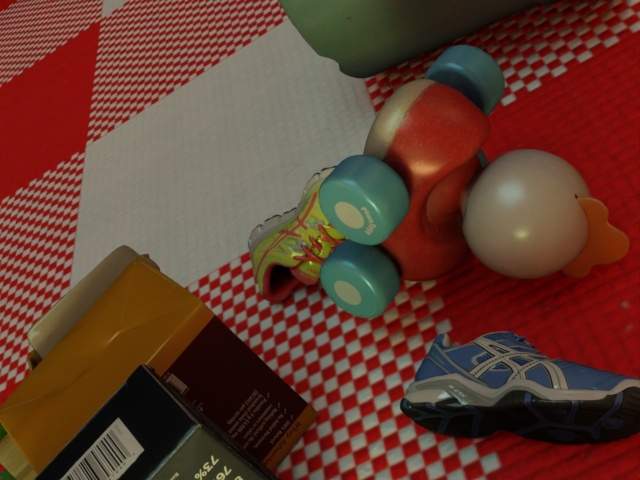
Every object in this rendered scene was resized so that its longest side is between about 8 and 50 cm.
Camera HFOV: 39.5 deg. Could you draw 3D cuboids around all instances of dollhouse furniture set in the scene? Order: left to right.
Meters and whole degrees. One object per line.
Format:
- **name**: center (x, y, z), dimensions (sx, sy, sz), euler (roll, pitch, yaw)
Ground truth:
- **dollhouse furniture set**: center (-0.304, 0.123, 0.924), dimensions (0.151, 0.197, 0.301), euler (35, 65, 20)

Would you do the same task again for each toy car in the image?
- **toy car**: center (0.154, -0.020, 0.804), dimensions (0.238, 0.210, 0.219), euler (27, 54, 22)

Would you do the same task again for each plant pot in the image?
- **plant pot**: center (0.130, -0.376, 1.058), dimensions (0.334, 0.341, 0.341), euler (-25, 38, 32)

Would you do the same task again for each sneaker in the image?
- **sneaker**: center (0.000, 0.000, 0.951), dimensions (0.208, 0.081, 0.094), euler (-40, 39, 40)
- **sneaker**: center (0.161, 0.110, 0.707), dimensions (0.211, 0.080, 0.081), euler (-3, 53, 37)

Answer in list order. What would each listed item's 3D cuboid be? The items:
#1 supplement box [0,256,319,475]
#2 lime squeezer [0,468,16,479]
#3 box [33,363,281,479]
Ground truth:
- **supplement box**: center (-0.144, 0.159, 0.820), dimensions (0.191, 0.194, 0.129), euler (-49, 39, -12)
- **lime squeezer**: center (-0.345, 0.262, 1.020), dimensions (0.110, 0.059, 0.310), euler (-47, 25, 46)
- **box**: center (-0.111, 0.227, 0.713), dimensions (0.153, 0.207, 0.108), euler (-47, 38, -11)
